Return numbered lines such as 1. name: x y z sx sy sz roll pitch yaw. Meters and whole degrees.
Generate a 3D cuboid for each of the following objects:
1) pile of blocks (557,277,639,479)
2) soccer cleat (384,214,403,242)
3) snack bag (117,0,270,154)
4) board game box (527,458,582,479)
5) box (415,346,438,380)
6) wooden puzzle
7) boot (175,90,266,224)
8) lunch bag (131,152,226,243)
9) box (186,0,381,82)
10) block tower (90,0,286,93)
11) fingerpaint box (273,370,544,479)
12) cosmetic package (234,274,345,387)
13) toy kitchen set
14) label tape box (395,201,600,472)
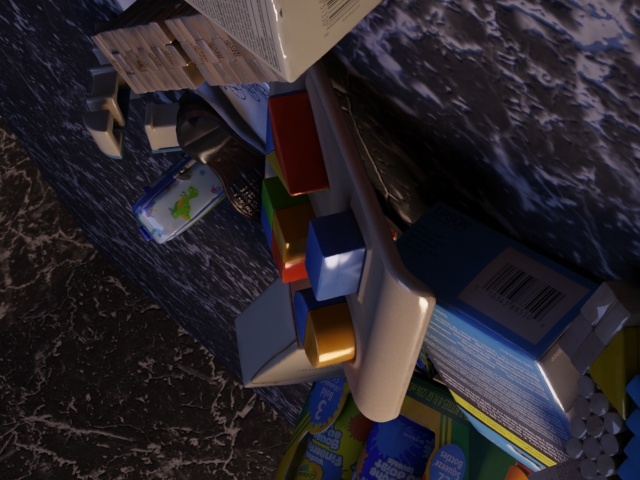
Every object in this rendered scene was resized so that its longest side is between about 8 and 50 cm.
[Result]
1. pile of blocks: 0.303 0.215 1.058 0.149 0.113 0.362 9 100 51
2. soccer cleat: 0.110 0.036 1.435 0.196 0.068 0.076 49 180 -6
3. snack bag: -0.135 -0.215 1.479 0.323 0.037 0.342 52 165 -23
4. board game box: 0.363 0.317 1.233 0.305 0.193 0.053 58 -165 -37
5. box: 0.142 0.128 1.597 0.059 0.054 0.169 38 163 26
6. wooden puzzle: 0.000 0.000 1.267 0.322 0.081 0.347 99 150 -58
7. boot: -0.113 -0.112 1.544 0.219 0.082 0.106 48 -168 -34
8. lunch bag: -0.201 -0.071 1.730 0.090 0.176 0.219 49 176 -5
9. box: -0.070 -0.270 0.965 0.232 0.127 0.148 41 165 20
10. block tower: -0.119 -0.222 1.222 0.335 0.097 0.091 6 137 54
11. fingerpaint box: 0.107 0.380 1.672 0.163 0.371 0.445 23 179 -30
12. cosmetic package: -0.005 0.118 1.580 0.309 0.160 0.113 133 131 -68
13. toy kitchen set: -0.237 -0.208 1.673 0.166 0.207 0.122 -6 148 10
14. label tape box: 0.233 0.143 1.277 0.249 0.115 0.347 31 162 47
